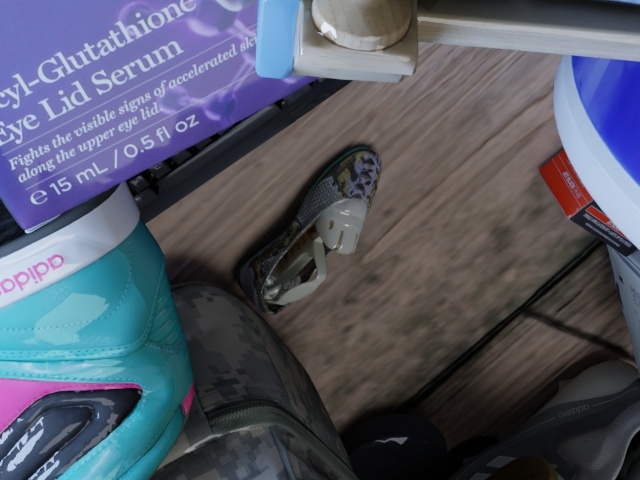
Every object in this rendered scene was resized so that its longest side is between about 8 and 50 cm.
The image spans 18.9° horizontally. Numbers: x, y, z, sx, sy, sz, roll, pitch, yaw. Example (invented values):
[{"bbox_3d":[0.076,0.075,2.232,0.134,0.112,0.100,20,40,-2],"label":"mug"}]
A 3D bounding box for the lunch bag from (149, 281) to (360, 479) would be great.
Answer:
[{"bbox_3d":[-0.107,0.215,1.051,0.305,0.256,0.212,-29,148,4],"label":"lunch bag"}]

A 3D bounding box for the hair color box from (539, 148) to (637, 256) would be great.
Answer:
[{"bbox_3d":[0.202,-0.058,1.090,0.141,0.043,0.072,-41,141,18],"label":"hair color box"}]

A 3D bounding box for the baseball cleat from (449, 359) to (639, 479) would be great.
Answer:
[{"bbox_3d":[0.147,0.170,1.284,0.072,0.109,0.206,25,116,-32],"label":"baseball cleat"}]

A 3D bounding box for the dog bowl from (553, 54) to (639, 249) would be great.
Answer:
[{"bbox_3d":[0.252,-0.068,0.919,0.265,0.265,0.104,-5,136,-27],"label":"dog bowl"}]

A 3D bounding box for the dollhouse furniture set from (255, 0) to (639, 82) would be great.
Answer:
[{"bbox_3d":[0.133,-0.191,0.605,0.286,0.303,0.198,6,139,-3],"label":"dollhouse furniture set"}]

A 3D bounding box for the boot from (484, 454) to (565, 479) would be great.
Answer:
[{"bbox_3d":[0.116,0.251,1.237,0.213,0.077,0.165,-41,116,18],"label":"boot"}]

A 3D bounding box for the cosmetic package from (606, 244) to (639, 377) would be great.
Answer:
[{"bbox_3d":[0.346,0.020,1.169,0.309,0.113,0.160,-24,121,-6],"label":"cosmetic package"}]

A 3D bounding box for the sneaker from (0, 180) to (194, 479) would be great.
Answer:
[{"bbox_3d":[-0.183,0.098,0.918,0.295,0.124,0.178,-23,110,15],"label":"sneaker"}]

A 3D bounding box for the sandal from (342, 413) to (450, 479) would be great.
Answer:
[{"bbox_3d":[0.036,0.227,1.285,0.097,0.054,0.254,-3,127,-4],"label":"sandal"}]

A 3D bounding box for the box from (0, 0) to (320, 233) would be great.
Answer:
[{"bbox_3d":[-0.101,-0.133,0.716,0.153,0.108,0.207,-28,129,2],"label":"box"}]

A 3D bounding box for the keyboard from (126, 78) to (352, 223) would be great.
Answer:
[{"bbox_3d":[-0.048,-0.104,0.891,0.317,0.033,0.201,-35,143,11],"label":"keyboard"}]

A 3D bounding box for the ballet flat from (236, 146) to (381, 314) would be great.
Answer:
[{"bbox_3d":[0.000,0.000,1.041,0.041,0.041,0.114,16,127,-43],"label":"ballet flat"}]
